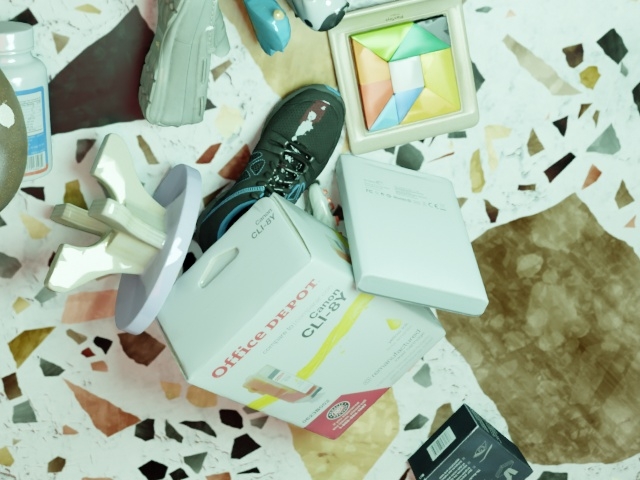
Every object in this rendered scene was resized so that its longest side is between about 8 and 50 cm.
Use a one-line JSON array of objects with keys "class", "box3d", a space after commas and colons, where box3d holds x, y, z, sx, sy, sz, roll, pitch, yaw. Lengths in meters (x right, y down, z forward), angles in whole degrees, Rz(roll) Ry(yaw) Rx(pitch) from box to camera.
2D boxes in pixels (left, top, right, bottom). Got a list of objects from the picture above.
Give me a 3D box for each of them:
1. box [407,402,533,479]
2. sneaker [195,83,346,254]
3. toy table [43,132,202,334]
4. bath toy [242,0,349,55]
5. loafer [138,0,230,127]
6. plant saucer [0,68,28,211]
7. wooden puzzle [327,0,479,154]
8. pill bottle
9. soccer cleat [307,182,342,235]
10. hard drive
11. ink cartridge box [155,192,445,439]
[{"class": "box", "box3d": [0.272, 0.411, 2.198, 0.158, 0.093, 0.156, 40, 99, -22]}, {"class": "sneaker", "box3d": [-0.067, -0.090, 1.901, 0.125, 0.140, 0.341, 32, 101, -19]}, {"class": "toy table", "box3d": [-0.303, -0.013, 1.838, 0.160, 0.252, 0.274, 25, 66, -27]}, {"class": "bath toy", "box3d": [0.058, -0.394, 1.811, 0.348, 0.151, 0.129, -26, 145, -4]}, {"class": "loafer", "box3d": [-0.187, -0.312, 1.795, 0.111, 0.112, 0.319, 2, 129, -26]}, {"class": "plant saucer", "box3d": [-0.570, -0.158, 1.743, 0.310, 0.050, 0.311, 7, 112, 16]}, {"class": "wooden puzzle", "box3d": [0.137, -0.265, 1.924, 0.220, 0.044, 0.239, -14, 114, -6]}, {"class": "pill bottle", "box3d": [-0.464, -0.206, 1.783, 0.124, 0.124, 0.222, -2, 111, -10]}, {"class": "soccer cleat", "box3d": [0.000, 0.000, 1.993, 0.076, 0.068, 0.196, -16, 117, -1]}, {"class": "hard drive", "box3d": [0.136, -0.014, 1.882, 0.203, 0.308, 0.040, 13, 126, -16]}, {"class": "ink cartridge box", "box3d": [-0.028, 0.133, 1.901, 0.279, 0.160, 0.384, -45, 139, 13]}]
